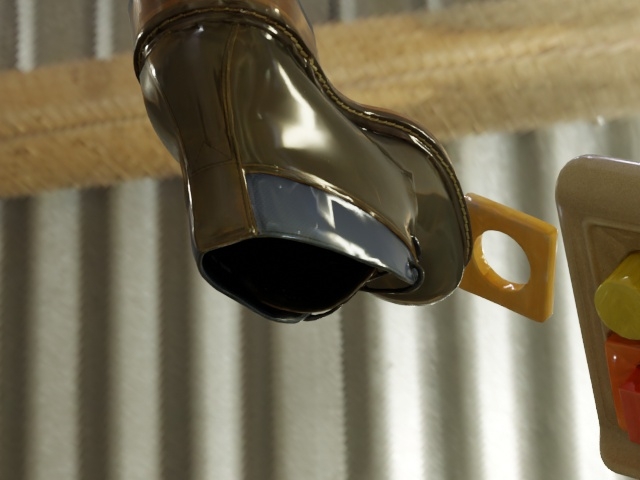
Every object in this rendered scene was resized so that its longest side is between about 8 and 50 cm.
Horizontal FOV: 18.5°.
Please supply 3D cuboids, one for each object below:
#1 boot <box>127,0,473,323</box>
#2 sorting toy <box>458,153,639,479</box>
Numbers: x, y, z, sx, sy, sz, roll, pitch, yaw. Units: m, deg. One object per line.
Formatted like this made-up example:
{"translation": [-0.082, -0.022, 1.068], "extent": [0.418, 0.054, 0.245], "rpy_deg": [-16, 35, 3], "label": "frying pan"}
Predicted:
{"translation": [0.000, 0.000, 0.705], "extent": [0.082, 0.219, 0.106], "rpy_deg": [-21, -125, 20], "label": "boot"}
{"translation": [0.203, 0.061, 1.020], "extent": [0.347, 0.196, 0.047], "rpy_deg": [13, -144, 38], "label": "sorting toy"}
